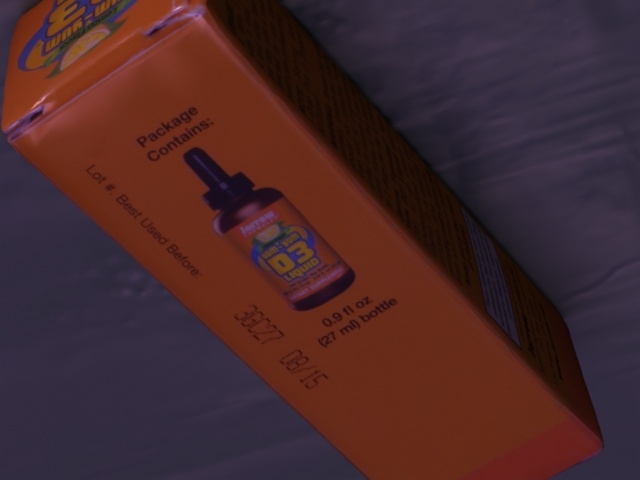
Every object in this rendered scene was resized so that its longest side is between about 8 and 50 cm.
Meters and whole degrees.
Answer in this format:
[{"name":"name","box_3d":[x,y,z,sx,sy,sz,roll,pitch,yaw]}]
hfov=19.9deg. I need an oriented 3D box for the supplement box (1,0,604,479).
[{"name":"supplement box","box_3d":[0.000,0.000,0.609,0.078,0.080,0.233,-31,126,18]}]
